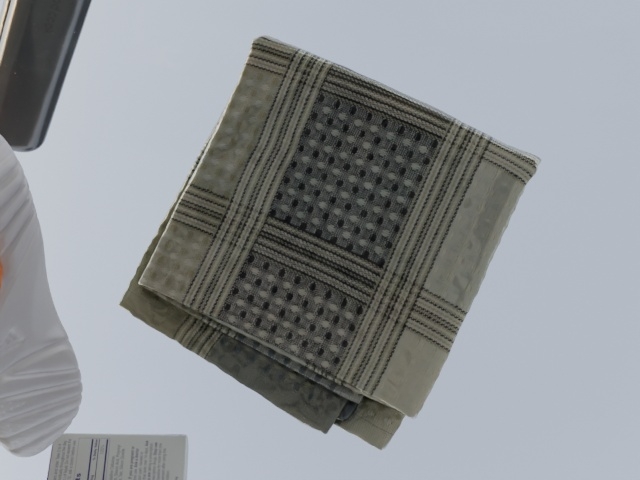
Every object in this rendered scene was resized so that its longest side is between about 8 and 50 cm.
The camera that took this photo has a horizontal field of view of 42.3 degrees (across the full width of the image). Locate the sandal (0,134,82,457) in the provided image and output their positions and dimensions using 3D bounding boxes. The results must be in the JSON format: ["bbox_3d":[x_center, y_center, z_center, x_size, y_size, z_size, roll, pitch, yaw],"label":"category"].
[{"bbox_3d":[-0.235,0.041,0.547,0.076,0.102,0.265,18,-49,27],"label":"sandal"}]

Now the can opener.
[{"bbox_3d":[-0.145,-0.173,0.535,0.095,0.076,0.283,9,-46,-28],"label":"can opener"}]

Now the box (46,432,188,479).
[{"bbox_3d":[-0.204,0.266,0.828,0.137,0.126,0.072,3,-41,-9],"label":"box"}]

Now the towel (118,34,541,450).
[{"bbox_3d":[0.000,0.000,0.790,0.312,0.056,0.324,27,-88,9],"label":"towel"}]
